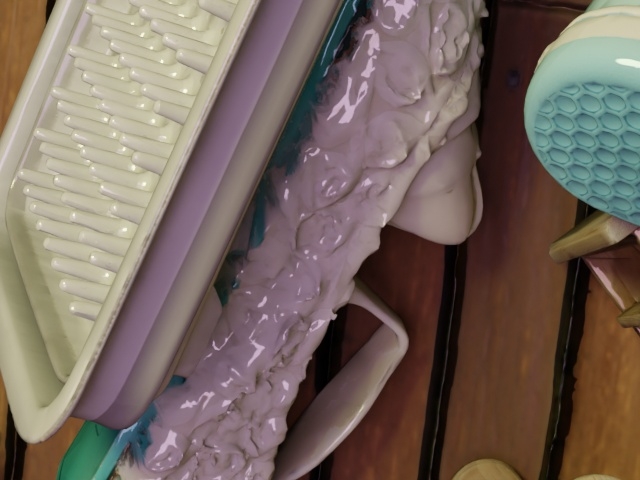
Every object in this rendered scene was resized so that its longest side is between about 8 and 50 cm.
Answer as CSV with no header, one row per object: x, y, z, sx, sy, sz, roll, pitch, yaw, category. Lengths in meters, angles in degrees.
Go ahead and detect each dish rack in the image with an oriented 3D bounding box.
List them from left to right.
-0.067,-0.089,0.686,0.072,0.285,0.333,19,105,-27,dish rack

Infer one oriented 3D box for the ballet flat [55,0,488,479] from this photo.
0.000,0.000,0.740,0.147,0.147,0.409,33,109,10,ballet flat

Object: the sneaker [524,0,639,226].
0.265,-0.073,0.598,0.319,0.208,0.127,23,148,10,sneaker

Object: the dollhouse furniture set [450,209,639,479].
0.103,0.109,0.669,0.242,0.212,0.161,-36,88,-8,dollhouse furniture set
